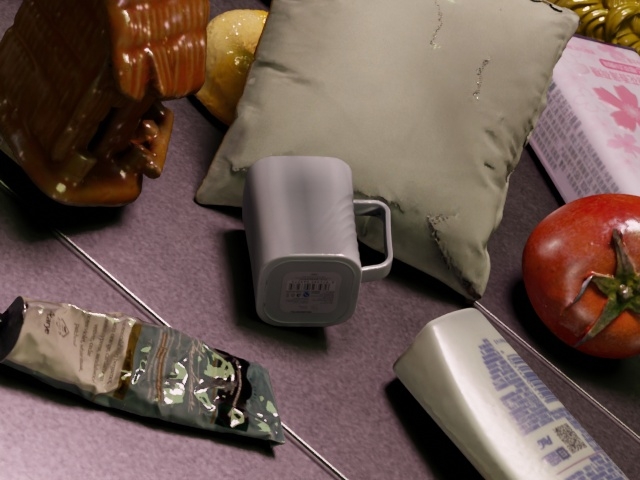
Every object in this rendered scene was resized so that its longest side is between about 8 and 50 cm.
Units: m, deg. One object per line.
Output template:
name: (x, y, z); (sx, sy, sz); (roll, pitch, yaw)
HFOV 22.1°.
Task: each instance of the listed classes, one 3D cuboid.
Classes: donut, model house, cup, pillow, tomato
donut: (-0.040, -0.161, 1.617); (0.190, 0.075, 0.174); (30, 34, -6)
model house: (-0.163, -0.170, 1.361); (0.199, 0.229, 0.219); (-6, 49, -51)
cup: (0.000, 0.000, 1.412); (0.128, 0.095, 0.129); (1, 45, -9)
pillow: (0.068, -0.132, 1.520); (0.312, 0.310, 0.119); (21, -1, -21)
tomato: (0.277, 0.031, 1.594); (0.167, 0.167, 0.167); (23, 35, -17)

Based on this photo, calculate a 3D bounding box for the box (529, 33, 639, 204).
box: (0.345, -0.082, 1.833); (0.190, 0.112, 0.370); (10, 39, -33)

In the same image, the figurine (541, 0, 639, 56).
figurine: (0.429, -0.227, 2.048); (0.315, 0.168, 0.187); (40, 75, -7)

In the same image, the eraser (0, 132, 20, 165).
eraser: (-0.240, -0.073, 1.380); (0.083, 0.019, 0.038); (41, 30, 8)

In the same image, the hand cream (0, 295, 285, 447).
hand cream: (-0.140, 0.097, 1.240); (0.247, 0.052, 0.075); (21, 58, -30)

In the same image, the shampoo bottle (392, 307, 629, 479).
shampoo bottle: (0.203, 0.212, 1.352); (0.359, 0.078, 0.134); (50, 27, 21)
